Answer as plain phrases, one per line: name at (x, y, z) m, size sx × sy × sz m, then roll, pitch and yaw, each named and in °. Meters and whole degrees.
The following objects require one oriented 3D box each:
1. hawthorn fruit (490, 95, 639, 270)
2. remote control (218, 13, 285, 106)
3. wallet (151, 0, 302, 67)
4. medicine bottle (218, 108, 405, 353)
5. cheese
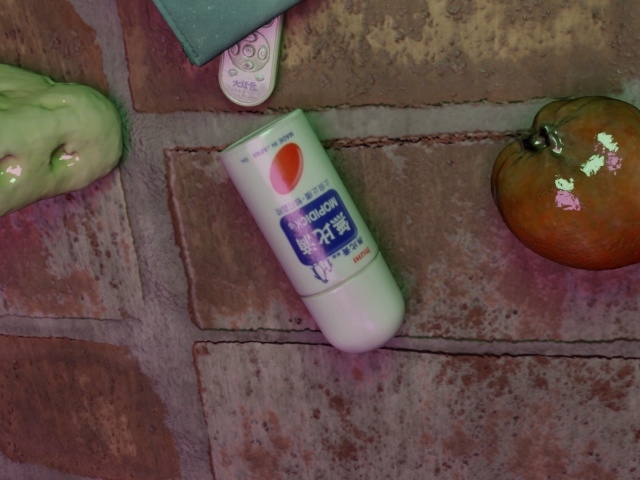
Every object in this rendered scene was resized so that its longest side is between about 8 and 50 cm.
hawthorn fruit at (0.327, -0.045, 0.886) m, size 0.251 × 0.199 × 0.199 m, roll 41°, pitch 118°, yaw -18°
remote control at (-0.086, -0.285, 0.983) m, size 0.078 × 0.042 × 0.221 m, roll 11°, pitch 114°, yaw 4°
wallet at (-0.106, -0.357, 0.836) m, size 0.251 × 0.054 × 0.290 m, roll -31°, pitch 138°, yaw 6°
medicine bottle at (0.000, 0.000, 1.025) m, size 0.130 × 0.130 × 0.341 m, roll -24°, pitch 103°, yaw 24°
cheese at (-0.434, -0.159, 1.091) m, size 0.248 × 0.251 × 0.174 m, roll 42°, pitch 139°, yaw 38°
